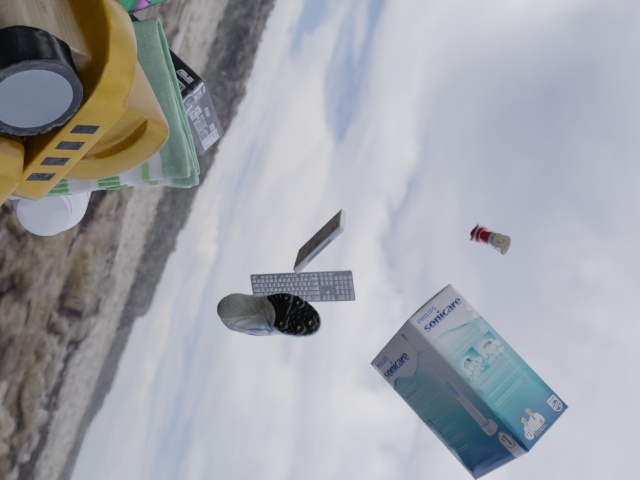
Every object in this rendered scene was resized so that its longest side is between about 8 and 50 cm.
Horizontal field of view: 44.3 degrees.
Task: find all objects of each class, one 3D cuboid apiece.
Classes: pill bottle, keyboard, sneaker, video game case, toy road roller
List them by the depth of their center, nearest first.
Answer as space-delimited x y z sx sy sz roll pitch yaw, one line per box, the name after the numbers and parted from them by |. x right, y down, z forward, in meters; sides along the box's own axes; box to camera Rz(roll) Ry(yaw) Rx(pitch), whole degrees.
-0.315 -0.125 0.822 0.329 0.240 0.202 -40 -120 21 | toy road roller
-0.093 0.150 1.528 0.237 0.086 0.085 5 -118 33 | sneaker
0.360 -0.004 1.677 0.067 0.118 0.042 22 -91 33 | sneaker
0.000 0.000 1.737 0.143 0.019 0.157 -44 -171 13 | video game case
-0.043 0.108 1.818 0.014 0.256 0.072 -19 105 -68 | keyboard
-0.675 -0.139 1.998 0.323 0.181 0.182 -104 -145 -61 | pill bottle

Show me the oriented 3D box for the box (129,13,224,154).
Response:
-0.325 -0.324 1.619 0.076 0.242 0.307 -45 171 -8 | box

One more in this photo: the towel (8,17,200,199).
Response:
-0.350 -0.174 1.123 0.038 0.324 0.248 -73 156 -57 | towel

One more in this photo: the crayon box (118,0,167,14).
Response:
-0.298 -0.371 1.148 0.278 0.165 0.081 9 -56 51 | crayon box

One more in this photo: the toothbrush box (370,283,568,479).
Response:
0.257 0.259 1.422 0.126 0.295 0.216 -37 165 -30 | toothbrush box
